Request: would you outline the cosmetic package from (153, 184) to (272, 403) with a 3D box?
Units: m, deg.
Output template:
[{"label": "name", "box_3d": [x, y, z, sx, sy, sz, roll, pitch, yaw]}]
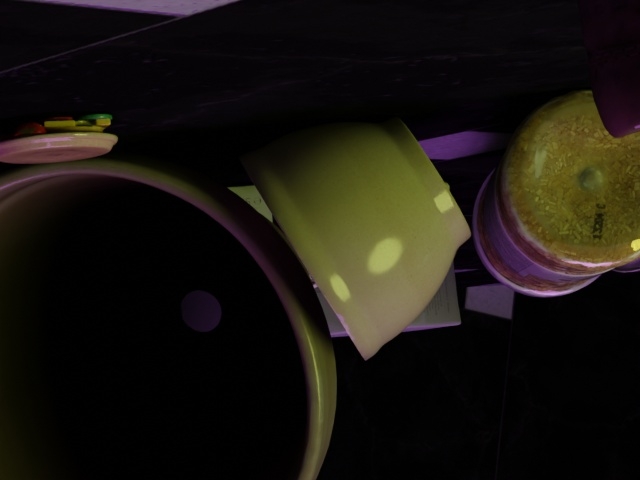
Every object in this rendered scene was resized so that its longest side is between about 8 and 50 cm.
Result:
[{"label": "cosmetic package", "box_3d": [-0.093, 0.073, 1.618, 0.117, 0.231, 0.085, -5, 176, -8]}]

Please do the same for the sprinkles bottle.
[{"label": "sprinkles bottle", "box_3d": [0.179, -0.026, 1.390, 0.121, 0.121, 0.355, -5, 175, 1]}]

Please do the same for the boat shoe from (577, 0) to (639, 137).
[{"label": "boat shoe", "box_3d": [0.251, -0.086, 0.672, 0.342, 0.123, 0.123, -4, 175, -15]}]

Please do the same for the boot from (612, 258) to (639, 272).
[{"label": "boot", "box_3d": [0.318, -0.024, 1.782, 0.189, 0.076, 0.208, -33, 171, 23]}]

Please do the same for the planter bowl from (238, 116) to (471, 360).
[{"label": "planter bowl", "box_3d": [0.032, -0.016, 1.275, 0.109, 0.162, 0.162, -33, 175, 0]}]

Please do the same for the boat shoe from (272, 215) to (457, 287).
[{"label": "boat shoe", "box_3d": [-0.001, -0.008, 1.727, 0.257, 0.095, 0.095, -11, 162, -1]}]

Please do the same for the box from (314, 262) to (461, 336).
[{"label": "box", "box_3d": [0.049, 0.028, 1.871, 0.091, 0.130, 0.170, -10, 173, 38]}]

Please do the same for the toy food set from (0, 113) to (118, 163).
[{"label": "toy food set", "box_3d": [-0.164, -0.062, 1.167, 0.082, 0.020, 0.083, -4, 175, -19]}]

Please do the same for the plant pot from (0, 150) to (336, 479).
[{"label": "plant pot", "box_3d": [-0.126, 0.078, 1.412, 0.323, 0.323, 0.280, -6, -170, 14]}]
